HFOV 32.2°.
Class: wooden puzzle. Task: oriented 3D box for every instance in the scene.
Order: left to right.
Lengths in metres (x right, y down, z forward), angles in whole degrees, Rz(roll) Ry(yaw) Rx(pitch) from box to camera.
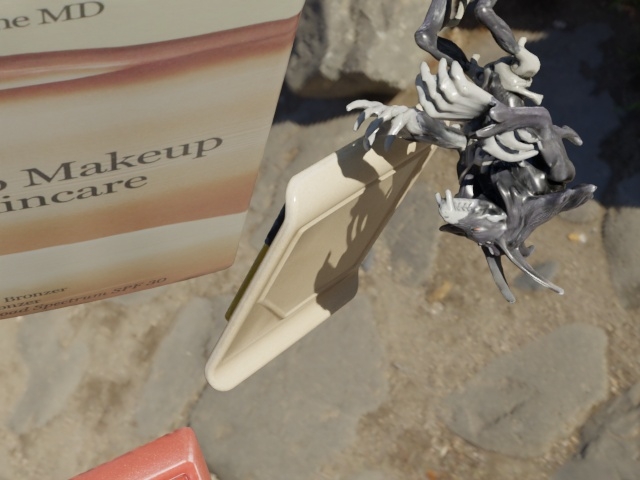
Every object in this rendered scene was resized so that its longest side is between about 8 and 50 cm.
[{"bbox_3d":[0.000,0.000,0.942,0.044,0.221,0.238,39,133,16],"label":"wooden puzzle"}]

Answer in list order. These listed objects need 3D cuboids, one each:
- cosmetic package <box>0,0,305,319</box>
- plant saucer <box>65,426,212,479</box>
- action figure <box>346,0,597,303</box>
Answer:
[{"bbox_3d":[-0.103,-0.078,0.445,0.153,0.296,0.129,-12,72,-13],"label":"cosmetic package"},{"bbox_3d":[-0.196,0.362,1.159,0.048,0.259,0.258,-13,97,59],"label":"plant saucer"},{"bbox_3d":[0.100,-0.094,0.780,0.164,0.141,0.275,-22,71,61],"label":"action figure"}]
